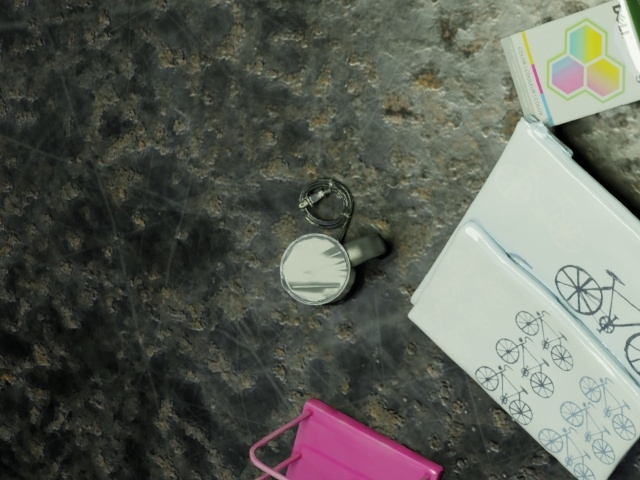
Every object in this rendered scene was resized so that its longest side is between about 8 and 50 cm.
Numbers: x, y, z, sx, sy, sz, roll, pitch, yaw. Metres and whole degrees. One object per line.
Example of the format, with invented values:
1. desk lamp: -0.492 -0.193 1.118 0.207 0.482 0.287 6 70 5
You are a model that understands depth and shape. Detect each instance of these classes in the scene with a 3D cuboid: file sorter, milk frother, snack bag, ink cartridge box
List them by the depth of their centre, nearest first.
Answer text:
1. ink cartridge box: 0.306 -0.197 1.648 0.209 0.062 0.109 -15 96 35
2. snack bag: 0.269 0.078 1.725 0.323 0.037 0.342 46 136 18
3. milk frother: 0.000 0.000 1.863 0.129 0.135 0.143 -41 82 3
4. file sorter: -0.007 0.392 1.960 0.202 0.182 0.290 26 117 25
